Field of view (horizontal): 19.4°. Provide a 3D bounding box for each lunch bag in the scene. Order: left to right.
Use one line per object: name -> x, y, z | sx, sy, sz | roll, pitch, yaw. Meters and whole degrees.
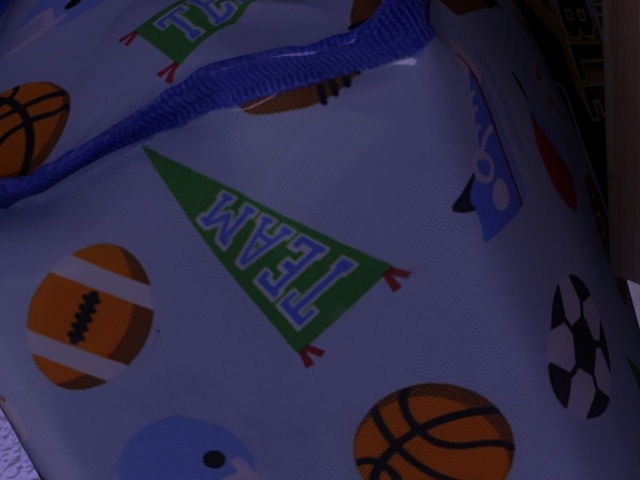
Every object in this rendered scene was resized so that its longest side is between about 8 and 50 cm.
lunch bag -> 0.000, 0.000, 0.776 | 0.385, 0.239, 0.328 | -84, -25, -60

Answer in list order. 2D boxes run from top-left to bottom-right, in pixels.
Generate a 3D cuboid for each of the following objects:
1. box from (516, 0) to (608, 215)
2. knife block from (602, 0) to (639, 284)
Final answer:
box -> 0.121, -0.139, 0.804 | 0.257, 0.079, 0.322 | 26, 142, 58
knife block -> 0.132, -0.139, 0.563 | 0.242, 0.276, 0.088 | 36, 175, -35
